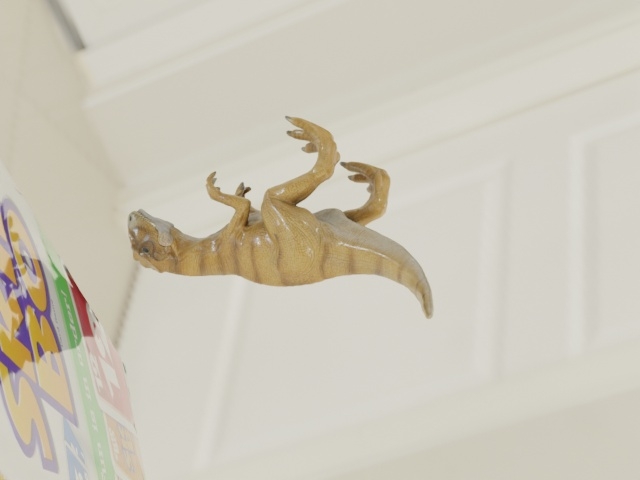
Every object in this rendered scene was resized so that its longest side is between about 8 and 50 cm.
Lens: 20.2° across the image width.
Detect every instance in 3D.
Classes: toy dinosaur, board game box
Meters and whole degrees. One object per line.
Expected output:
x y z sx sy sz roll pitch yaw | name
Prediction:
0.000 0.000 0.907 0.064 0.211 0.112 52 54 -42 | toy dinosaur
-0.093 0.039 0.520 0.259 0.039 0.124 67 8 -60 | board game box
